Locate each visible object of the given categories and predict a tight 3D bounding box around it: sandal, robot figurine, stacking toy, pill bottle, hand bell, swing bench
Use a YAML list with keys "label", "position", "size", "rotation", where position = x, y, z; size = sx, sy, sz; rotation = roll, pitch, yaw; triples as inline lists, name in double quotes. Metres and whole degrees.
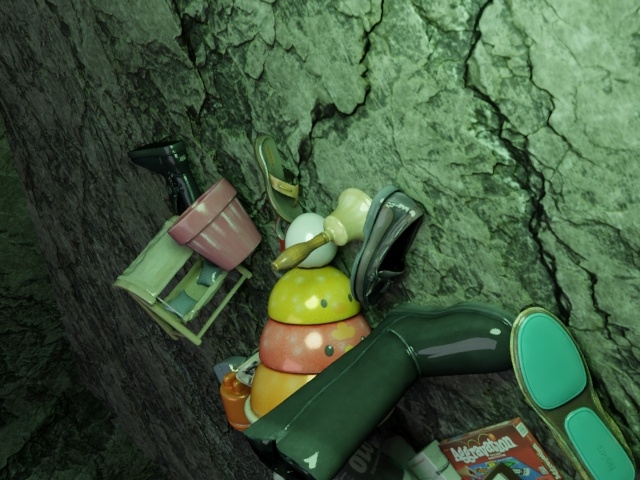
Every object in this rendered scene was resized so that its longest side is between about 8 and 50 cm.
- label: "sandal"
  position: [-0.082, -0.136, 1.564]
  size: [0.060, 0.090, 0.219]
  rotation: [-12, 101, 33]
- label: "robot figurine"
  position: [-0.228, 0.484, 2.110]
  size: [0.158, 0.128, 0.219]
  rotation: [-5, 121, 6]
- label: "stacking toy"
  position: [-0.018, 0.177, 1.572]
  size: [0.351, 0.351, 0.479]
  rotation: [8, 108, 50]
- label: "pill bottle"
  position: [0.085, 0.585, 1.668]
  size: [0.361, 0.204, 0.204]
  rotation: [36, 145, 0]
- label: "hand bell"
  position: [0.000, 0.000, 1.402]
  size: [0.126, 0.242, 0.126]
  rotation: [32, 139, 33]
- label: "swing bench"
  position: [-0.374, 0.104, 1.903]
  size: [0.254, 0.253, 0.165]
  rotation: [48, 152, -26]

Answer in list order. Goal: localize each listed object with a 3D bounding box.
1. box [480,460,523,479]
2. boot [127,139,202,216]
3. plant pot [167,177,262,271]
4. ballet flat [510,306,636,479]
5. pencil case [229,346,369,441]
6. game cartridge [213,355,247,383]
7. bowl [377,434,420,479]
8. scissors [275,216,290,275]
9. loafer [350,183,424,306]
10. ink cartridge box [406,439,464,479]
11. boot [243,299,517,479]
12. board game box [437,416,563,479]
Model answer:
- label: "box"
  position: [0.300, 0.660, 1.484]
  size: [0.143, 0.191, 0.381]
  rotation: [43, 133, 21]
- label: "boot"
  position: [-0.431, -0.169, 1.960]
  size: [0.247, 0.094, 0.207]
  rotation: [3, 116, 44]
- label: "plant pot"
  position: [-0.254, -0.029, 1.775]
  size: [0.180, 0.201, 0.201]
  rotation: [46, 149, -11]
- label: "ballet flat"
  position: [0.420, 0.273, 1.213]
  size: [0.348, 0.123, 0.123]
  rotation: [60, 147, 0]
- label: "pencil case"
  position: [-0.056, 0.436, 1.845]
  size: [0.410, 0.183, 0.160]
  rotation: [52, 156, -4]
- label: "game cartridge"
  position: [-0.234, 0.470, 2.270]
  size: [0.297, 0.062, 0.198]
  rotation: [-5, 108, 54]
- label: "bowl"
  position: [0.200, 0.576, 1.789]
  size: [0.142, 0.053, 0.142]
  rotation: [51, 148, 11]
- label: "scissors"
  position: [-0.089, 0.037, 1.758]
  size: [0.109, 0.021, 0.297]
  rotation: [44, 146, 16]
- label: "loafer"
  position: [0.131, 0.032, 1.389]
  size: [0.095, 0.109, 0.302]
  rotation: [34, 137, 26]
- label: "ink cartridge box"
  position: [0.282, 0.550, 1.656]
  size: [0.135, 0.056, 0.099]
  rotation: [49, 146, 13]
- label: "boot"
  position: [0.121, 0.283, 1.287]
  size: [0.367, 0.445, 0.146]
  rotation: [-9, 109, 55]
- label: "board game box"
  position: [0.374, 0.468, 1.497]
  size: [0.145, 0.027, 0.281]
  rotation: [54, 147, 7]
